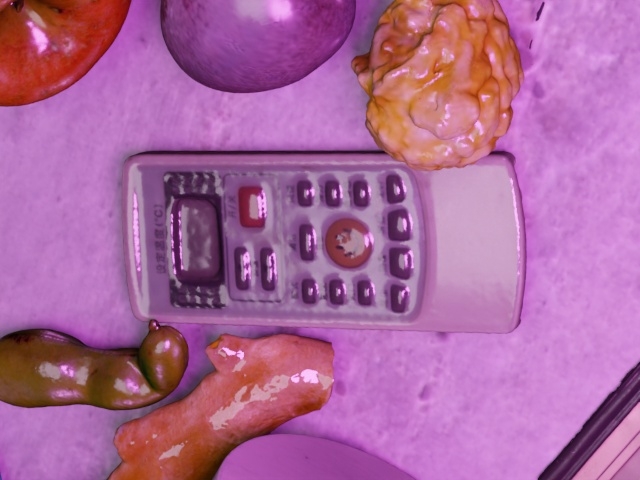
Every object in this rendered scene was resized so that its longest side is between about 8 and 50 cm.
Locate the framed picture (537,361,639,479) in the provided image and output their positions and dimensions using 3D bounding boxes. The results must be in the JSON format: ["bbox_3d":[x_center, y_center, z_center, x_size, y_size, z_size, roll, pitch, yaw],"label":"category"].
[{"bbox_3d":[0.267,0.148,1.182,0.195,0.010,0.199,42,114,11],"label":"framed picture"}]

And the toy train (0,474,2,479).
[{"bbox_3d":[-0.321,0.203,1.406,0.198,0.107,0.154,-20,85,26],"label":"toy train"}]

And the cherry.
[{"bbox_3d":[-0.057,-0.182,1.210,0.188,0.115,0.148,61,155,10],"label":"cherry"}]

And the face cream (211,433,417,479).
[{"bbox_3d":[-0.008,0.262,1.213,0.218,0.218,0.179,35,114,13],"label":"face cream"}]

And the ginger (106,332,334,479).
[{"bbox_3d":[-0.096,0.162,1.311,0.118,0.065,0.299,38,112,-21],"label":"ginger"}]

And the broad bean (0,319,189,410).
[{"bbox_3d":[-0.180,0.092,1.344,0.213,0.048,0.070,-10,124,31],"label":"broad bean"}]

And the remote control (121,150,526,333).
[{"bbox_3d":[0.000,0.000,1.253,0.285,0.038,0.123,3,102,23],"label":"remote control"}]

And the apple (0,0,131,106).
[{"bbox_3d":[-0.221,-0.192,1.227,0.196,0.196,0.196,5,103,23],"label":"apple"}]

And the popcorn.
[{"bbox_3d":[0.067,-0.102,1.160,0.106,0.116,0.121,-4,100,43],"label":"popcorn"}]
